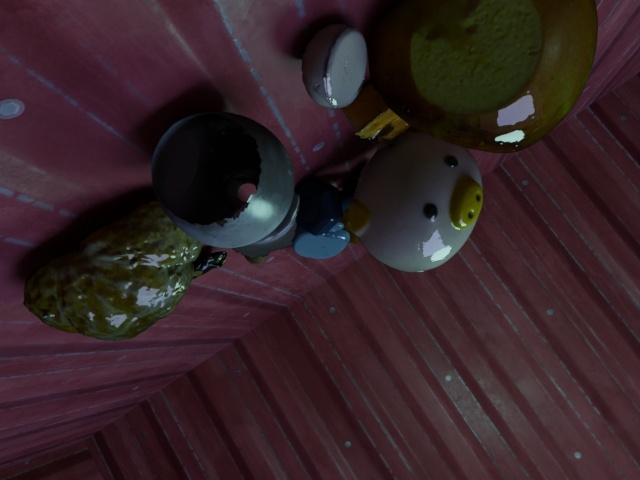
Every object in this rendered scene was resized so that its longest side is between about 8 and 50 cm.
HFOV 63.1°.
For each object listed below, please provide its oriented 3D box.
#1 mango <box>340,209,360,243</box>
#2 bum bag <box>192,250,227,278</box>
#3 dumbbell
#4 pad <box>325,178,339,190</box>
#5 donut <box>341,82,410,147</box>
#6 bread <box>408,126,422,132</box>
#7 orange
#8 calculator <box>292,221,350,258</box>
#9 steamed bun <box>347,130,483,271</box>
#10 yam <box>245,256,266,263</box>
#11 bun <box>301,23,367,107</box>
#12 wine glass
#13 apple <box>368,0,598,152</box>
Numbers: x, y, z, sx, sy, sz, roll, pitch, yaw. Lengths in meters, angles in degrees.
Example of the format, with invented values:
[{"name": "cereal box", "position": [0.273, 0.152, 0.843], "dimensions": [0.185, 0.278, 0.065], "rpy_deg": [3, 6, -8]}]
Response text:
[{"name": "mango", "position": [0.128, -0.078, 1.823], "dimensions": [0.236, 0.167, 0.136], "rpy_deg": [74, 31, -59]}, {"name": "bum bag", "position": [-0.363, 0.088, 1.434], "dimensions": [0.233, 0.060, 0.106], "rpy_deg": [-30, 176, -4]}, {"name": "dumbbell", "position": [0.065, -0.118, 1.513], "dimensions": [0.325, 0.160, 0.144], "rpy_deg": [-19, 129, -47]}, {"name": "pad", "position": [-0.014, -0.115, 1.657], "dimensions": [0.176, 0.002, 0.266], "rpy_deg": [-34, 167, 2]}, {"name": "donut", "position": [0.161, -0.300, 1.185], "dimensions": [0.152, 0.101, 0.259], "rpy_deg": [-39, 166, 22]}, {"name": "bread", "position": [0.305, -0.324, 1.456], "dimensions": [0.141, 0.178, 0.266], "rpy_deg": [-66, 168, -1]}, {"name": "orange", "position": [-0.384, 0.075, 1.024], "dimensions": [0.369, 0.210, 0.271], "rpy_deg": [-33, 170, 10]}, {"name": "calculator", "position": [0.000, 0.000, 1.820], "dimensions": [0.189, 0.042, 0.302], "rpy_deg": [11, 157, -11]}, {"name": "steamed bun", "position": [0.253, -0.104, 1.375], "dimensions": [0.334, 0.334, 0.373], "rpy_deg": [95, 18, -74]}, {"name": "yam", "position": [-0.180, -0.002, 1.362], "dimensions": [0.081, 0.081, 0.356], "rpy_deg": [-31, 168, -9]}, {"name": "bun", "position": [0.011, -0.296, 0.877], "dimensions": [0.138, 0.094, 0.138], "rpy_deg": [-38, 140, -41]}, {"name": "wine glass", "position": [-0.152, -0.091, 0.917], "dimensions": [0.238, 0.238, 0.323], "rpy_deg": [-35, 172, 6]}, {"name": "apple", "position": [0.290, -0.346, 0.932], "dimensions": [0.384, 0.374, 0.374], "rpy_deg": [16, 146, -17]}]
